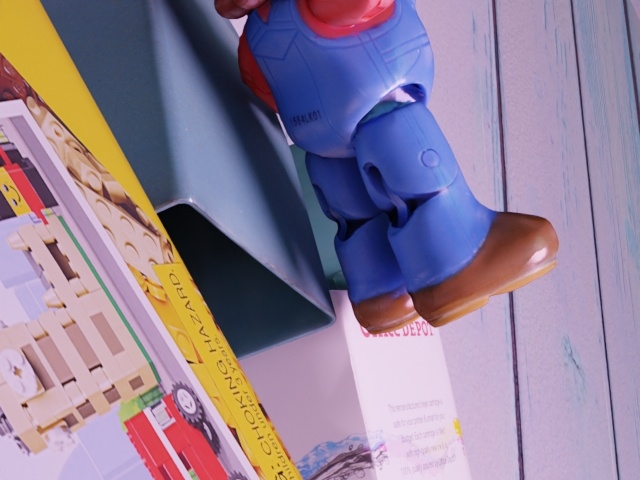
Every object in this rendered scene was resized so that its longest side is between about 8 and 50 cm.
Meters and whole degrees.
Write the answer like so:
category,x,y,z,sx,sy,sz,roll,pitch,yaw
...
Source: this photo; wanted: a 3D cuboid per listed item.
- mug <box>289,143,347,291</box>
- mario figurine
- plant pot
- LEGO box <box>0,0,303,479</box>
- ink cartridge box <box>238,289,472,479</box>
category,x,y,z,sx,sy,sz,roll,pitch,yaw
mug,-0.002,-0.009,1.160,0.130,0.097,0.158,70,24,-14
mario figurine,0.030,-0.123,0.800,0.321,0.198,0.170,65,27,-8
plant pot,-0.117,-0.057,0.847,0.165,0.165,0.234,41,32,-54
LEGO box,-0.195,0.043,0.372,0.500,0.193,0.372,60,20,9
ink cartridge box,-0.008,0.159,0.946,0.171,0.168,0.233,9,68,-67
